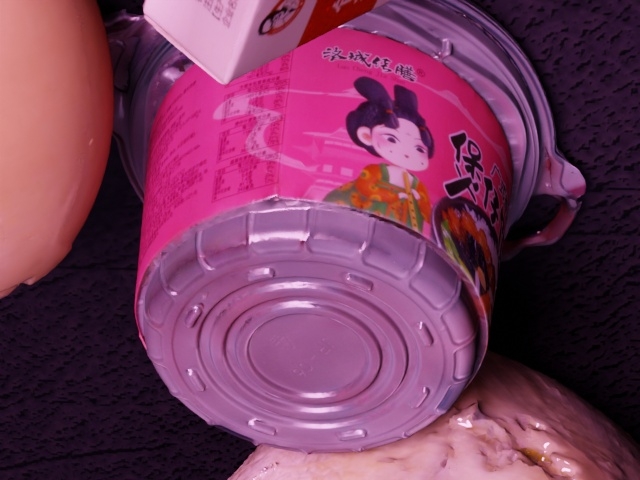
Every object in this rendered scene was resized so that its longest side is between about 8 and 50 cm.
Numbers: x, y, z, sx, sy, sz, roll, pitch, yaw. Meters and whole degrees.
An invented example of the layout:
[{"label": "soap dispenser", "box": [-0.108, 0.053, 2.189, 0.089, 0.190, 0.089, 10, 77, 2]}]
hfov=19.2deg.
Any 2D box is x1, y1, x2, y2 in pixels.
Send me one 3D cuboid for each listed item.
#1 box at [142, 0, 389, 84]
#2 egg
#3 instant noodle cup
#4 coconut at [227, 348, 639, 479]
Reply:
[{"label": "box", "box": [0.056, -0.241, 0.786, 0.069, 0.214, 0.353, 40, 136, 20]}, {"label": "egg", "box": [-0.204, -0.086, 0.973, 0.201, 0.201, 0.244, 10, 123, -3]}, {"label": "instant noodle cup", "box": [0.000, 0.000, 1.042, 0.302, 0.181, 0.258, 10, 135, -3]}, {"label": "coconut", "box": [0.082, 0.237, 1.156, 0.346, 0.346, 0.360, 31, 131, -22]}]
